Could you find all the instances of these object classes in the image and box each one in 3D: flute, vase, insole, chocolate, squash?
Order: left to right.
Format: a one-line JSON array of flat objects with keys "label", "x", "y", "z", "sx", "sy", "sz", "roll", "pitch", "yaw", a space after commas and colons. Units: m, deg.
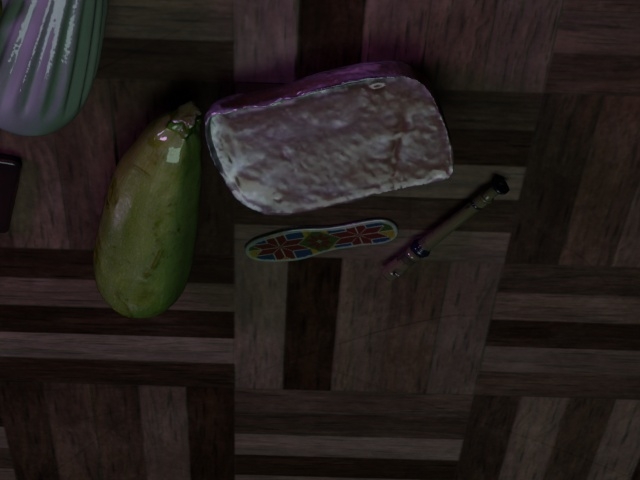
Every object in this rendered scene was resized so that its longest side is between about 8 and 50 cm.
[{"label": "vase", "x": -0.266, "y": -0.218, "z": 1.703, "sx": 0.128, "sy": 0.128, "sz": 0.248, "roll": 12, "pitch": 135, "yaw": -16}, {"label": "squash", "x": -0.192, "y": -0.032, "z": 1.976, "sx": 0.118, "sy": 0.118, "sz": 0.370, "roll": 6, "pitch": 145, "yaw": -8}, {"label": "insole", "x": 0.000, "y": 0.000, "z": 2.116, "sx": 0.193, "sy": 0.006, "sz": 0.065, "roll": -8, "pitch": 145, "yaw": 13}, {"label": "chocolate", "x": 0.011, "y": -0.122, "z": 1.873, "sx": 0.254, "sy": 0.080, "sz": 0.157, "roll": -12, "pitch": 129, "yaw": 16}, {"label": "flute", "x": 0.144, "y": -0.011, "z": 2.080, "sx": 0.027, "sy": 0.027, "sz": 0.233, "roll": 21, "pitch": 142, "yaw": -26}]

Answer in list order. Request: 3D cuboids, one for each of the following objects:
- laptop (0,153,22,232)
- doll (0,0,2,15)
[{"label": "laptop", "x": -0.454, "y": -0.068, "z": 2.011, "sx": 0.207, "sy": 0.026, "sz": 0.154, "roll": 8, "pitch": 143, "yaw": -12}, {"label": "doll", "x": -0.541, "y": -0.195, "z": 1.694, "sx": 0.348, "sy": 0.161, "sz": 0.423, "roll": 7, "pitch": 167, "yaw": -34}]
